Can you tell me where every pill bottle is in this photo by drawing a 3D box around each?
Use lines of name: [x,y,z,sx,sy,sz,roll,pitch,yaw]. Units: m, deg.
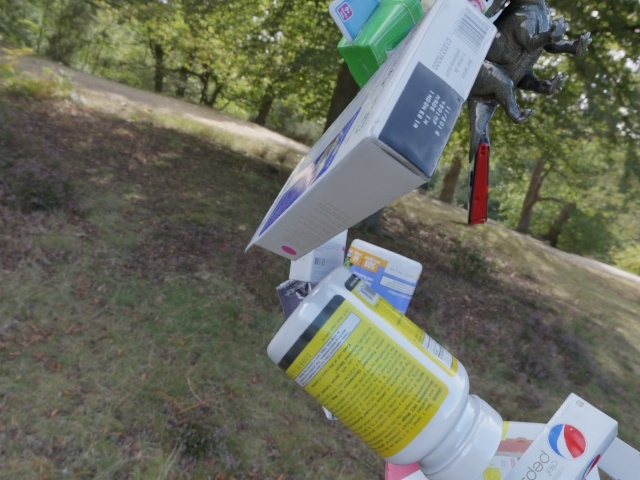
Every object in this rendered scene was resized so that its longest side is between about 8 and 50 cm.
pill bottle: [0.088,0.147,0.867,0.153,0.271,0.152,21,1,0]
pill bottle: [0.098,0.211,0.661,0.334,0.187,0.188,40,17,8]

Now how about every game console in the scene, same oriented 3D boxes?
game console: [0.444,-0.272,1.209,0.060,0.386,0.342,-1,-36,20]

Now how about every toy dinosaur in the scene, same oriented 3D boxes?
toy dinosaur: [0.294,-0.278,0.667,0.121,0.313,0.160,-14,42,-26]

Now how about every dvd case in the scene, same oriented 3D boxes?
dvd case: [-0.039,0.160,1.264,0.018,0.165,0.221,62,-1,-31]

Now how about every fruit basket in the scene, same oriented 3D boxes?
fruit basket: [0.223,-0.401,0.818,0.327,0.353,0.165,52,-5,-36]

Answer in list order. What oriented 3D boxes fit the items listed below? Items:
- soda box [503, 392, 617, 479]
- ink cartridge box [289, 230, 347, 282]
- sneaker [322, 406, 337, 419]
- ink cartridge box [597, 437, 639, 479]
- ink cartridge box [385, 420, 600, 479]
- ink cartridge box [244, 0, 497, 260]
soda box: [0.371,0.355,0.677,0.074,0.216,0.069,34,-13,47]
ink cartridge box: [0.000,0.000,0.923,0.062,0.181,0.104,5,-4,43]
sneaker: [0.077,0.360,1.165,0.111,0.296,0.129,11,24,-16]
ink cartridge box: [0.649,0.486,0.831,0.175,0.072,0.127,42,-4,-16]
ink cartridge box: [0.330,0.507,0.837,0.385,0.279,0.160,-5,-35,20]
ink cartridge box: [0.019,-0.081,0.480,0.069,0.175,0.371,34,-24,-14]
